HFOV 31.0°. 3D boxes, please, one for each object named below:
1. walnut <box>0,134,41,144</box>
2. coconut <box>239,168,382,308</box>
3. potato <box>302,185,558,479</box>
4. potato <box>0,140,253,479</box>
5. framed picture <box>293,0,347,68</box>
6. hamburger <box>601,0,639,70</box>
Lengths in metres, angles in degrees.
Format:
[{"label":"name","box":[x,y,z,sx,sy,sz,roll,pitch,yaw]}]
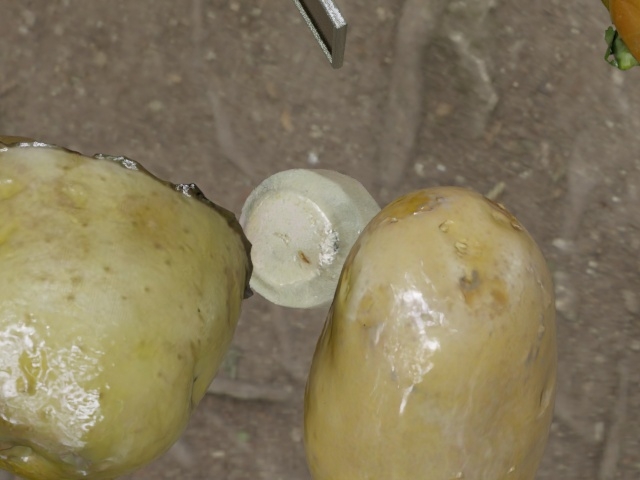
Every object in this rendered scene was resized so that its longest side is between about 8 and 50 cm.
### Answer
[{"label":"walnut","box":[-0.338,-0.041,1.228,0.166,0.166,0.149,-48,66,21]},{"label":"coconut","box":[0.000,0.000,1.303,0.171,0.183,0.171,0,90,25]},{"label":"potato","box":[0.048,0.059,0.504,0.109,0.118,0.178,44,141,47]},{"label":"potato","box":[-0.193,0.070,0.830,0.242,0.285,0.242,-168,90,-81]},{"label":"framed picture","box":[-0.045,-0.383,1.580,0.020,0.211,0.289,-30,85,-4]},{"label":"hamburger","box":[0.239,-0.147,0.656,0.189,0.164,0.093,0,42,50]}]
